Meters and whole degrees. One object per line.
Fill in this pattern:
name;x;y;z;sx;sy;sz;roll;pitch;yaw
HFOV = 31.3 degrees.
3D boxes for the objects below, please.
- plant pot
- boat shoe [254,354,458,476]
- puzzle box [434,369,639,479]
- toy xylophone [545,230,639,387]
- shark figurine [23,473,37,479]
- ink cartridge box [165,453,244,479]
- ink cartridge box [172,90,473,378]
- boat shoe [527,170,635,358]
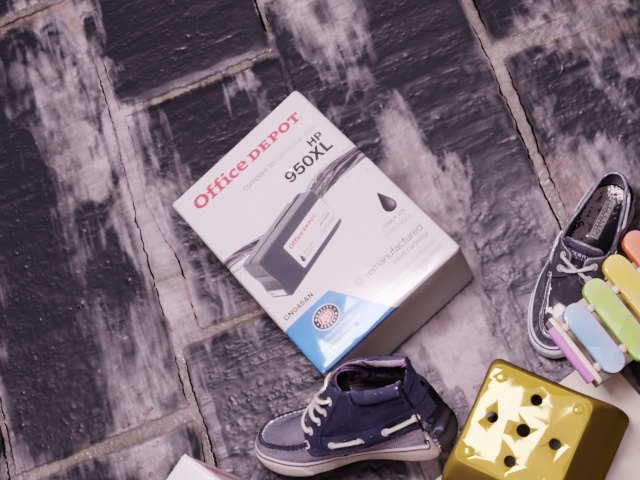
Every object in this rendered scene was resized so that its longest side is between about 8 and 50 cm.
plant pot;0.290;0.280;1.580;0.212;0.187;0.212;22;78;21
boat shoe;0.022;0.249;1.689;0.341;0.158;0.127;-13;37;28
puzzle box;0.337;0.389;1.658;0.409;0.052;0.272;-38;66;0
toy xylophone;0.486;0.112;1.653;0.323;0.081;0.236;-41;79;-20
shark figurine;-0.440;0.515;1.793;0.278;0.116;0.166;40;86;25
ink cartridge box;-0.053;0.485;1.605;0.385;0.279;0.160;31;81;22
ink cartridge box;0.000;0.000;1.823;0.285;0.166;0.395;-43;66;-3
boat shoe;0.398;0.033;1.739;0.108;0.102;0.301;26;79;22
